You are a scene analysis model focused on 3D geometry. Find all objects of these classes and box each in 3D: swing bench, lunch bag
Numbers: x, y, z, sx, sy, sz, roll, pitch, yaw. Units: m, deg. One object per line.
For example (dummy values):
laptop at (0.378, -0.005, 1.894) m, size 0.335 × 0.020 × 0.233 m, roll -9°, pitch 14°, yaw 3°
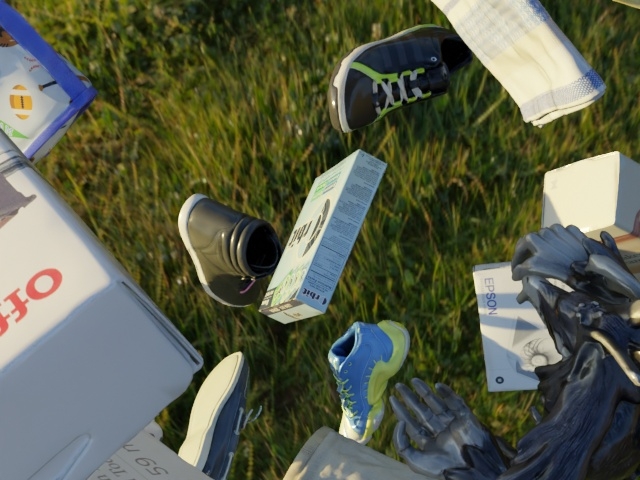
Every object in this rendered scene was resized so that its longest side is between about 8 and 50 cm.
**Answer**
swing bench at (0.059, 0.459, 1.467) m, size 0.253 × 0.165 × 0.254 m, roll 20°, pitch 107°, yaw 19°
lunch bag at (-0.565, -0.264, 1.576) m, size 0.328 × 0.385 × 0.239 m, roll 47°, pitch 54°, yaw -14°

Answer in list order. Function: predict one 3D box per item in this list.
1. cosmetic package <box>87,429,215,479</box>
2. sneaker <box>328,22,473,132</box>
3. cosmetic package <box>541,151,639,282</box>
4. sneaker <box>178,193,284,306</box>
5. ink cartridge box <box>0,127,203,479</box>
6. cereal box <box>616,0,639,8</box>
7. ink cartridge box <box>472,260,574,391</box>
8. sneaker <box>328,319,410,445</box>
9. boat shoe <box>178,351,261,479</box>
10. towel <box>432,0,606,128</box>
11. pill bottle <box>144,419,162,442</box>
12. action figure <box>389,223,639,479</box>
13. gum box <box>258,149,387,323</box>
cosmetic package at (-0.333, 0.265, 0.655) m, size 0.329 × 0.394 × 0.327 m, roll 26°, pitch 102°, yaw 37°
sneaker at (0.102, -0.199, 1.128) m, size 0.097 × 0.084 × 0.235 m, roll 16°, pitch 43°, yaw 36°
cosmetic package at (0.523, -0.024, 1.608) m, size 0.296 × 0.153 × 0.129 m, roll 22°, pitch 67°, yaw -32°
sneaker at (-0.125, 0.046, 1.614) m, size 0.147 × 0.295 × 0.104 m, roll 22°, pitch 64°, yaw 28°
ink cartridge box at (-0.200, 0.026, 0.470) m, size 0.172 × 0.100 × 0.237 m, roll -41°, pitch 57°, yaw -10°
cereal box at (0.293, -0.268, 0.856) m, size 0.173 × 0.047 × 0.240 m, roll 10°, pitch 39°, yaw -21°
ink cartridge box at (0.373, 0.136, 1.573) m, size 0.224 × 0.045 × 0.223 m, roll -7°, pitch 107°, yaw 11°
sneaker at (0.053, 0.235, 1.616) m, size 0.126 × 0.091 × 0.240 m, roll 17°, pitch 100°, yaw -23°
boat shoe at (-0.155, 0.292, 1.540) m, size 0.079 × 0.095 × 0.254 m, roll 41°, pitch 36°, yaw -23°
towel at (0.137, -0.221, 0.869) m, size 0.034 × 0.209 × 0.285 m, roll -40°, pitch 92°, yaw 1°
pill bottle at (-0.186, 0.201, 0.873) m, size 0.078 × 0.078 × 0.137 m, roll 4°, pitch 73°, yaw 6°
action figure at (0.119, 0.082, 0.498) m, size 0.164 × 0.275 × 0.141 m, roll -39°, pitch 62°, yaw -18°
gum box at (0.000, 0.000, 1.106) m, size 0.041 × 0.157 × 0.184 m, roll 27°, pitch 74°, yaw -13°
